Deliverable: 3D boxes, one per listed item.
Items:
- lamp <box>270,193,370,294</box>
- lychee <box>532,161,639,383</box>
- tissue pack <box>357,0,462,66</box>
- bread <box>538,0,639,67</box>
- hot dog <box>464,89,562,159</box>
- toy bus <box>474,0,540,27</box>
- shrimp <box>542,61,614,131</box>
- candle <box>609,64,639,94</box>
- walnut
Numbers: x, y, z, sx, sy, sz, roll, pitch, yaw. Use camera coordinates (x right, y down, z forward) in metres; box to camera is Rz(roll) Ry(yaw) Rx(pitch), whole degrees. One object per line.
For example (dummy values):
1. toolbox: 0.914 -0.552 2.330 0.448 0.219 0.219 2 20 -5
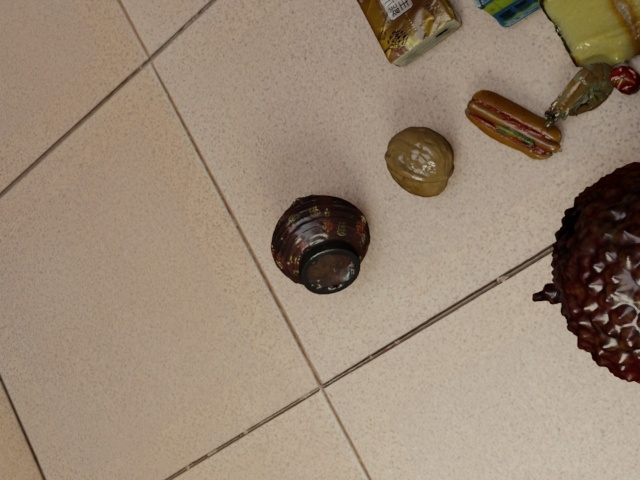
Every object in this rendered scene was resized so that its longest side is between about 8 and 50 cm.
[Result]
1. lamp: 0.000 0.000 2.061 0.247 0.247 0.246 1 93 29
2. lychee: 0.610 0.060 1.618 0.500 0.425 0.424 -10 87 46
3. tissue pack: 0.190 -0.533 2.005 0.183 0.092 0.226 -31 80 26
4. bread: 0.578 -0.453 1.709 0.263 0.236 0.198 -20 82 29
5. hot dog: 0.417 -0.246 1.907 0.236 0.062 0.092 31 103 23
6. toy bus: 0.449 -0.588 1.800 0.312 0.190 0.152 -29 72 27
7. shrimp: 0.530 -0.292 1.830 0.180 0.099 0.041 -44 39 16
8. candle: 0.605 -0.318 1.761 0.052 0.131 0.052 2 94 27
9. walnut: 0.220 -0.176 1.974 0.166 0.149 0.166 27 128 41
